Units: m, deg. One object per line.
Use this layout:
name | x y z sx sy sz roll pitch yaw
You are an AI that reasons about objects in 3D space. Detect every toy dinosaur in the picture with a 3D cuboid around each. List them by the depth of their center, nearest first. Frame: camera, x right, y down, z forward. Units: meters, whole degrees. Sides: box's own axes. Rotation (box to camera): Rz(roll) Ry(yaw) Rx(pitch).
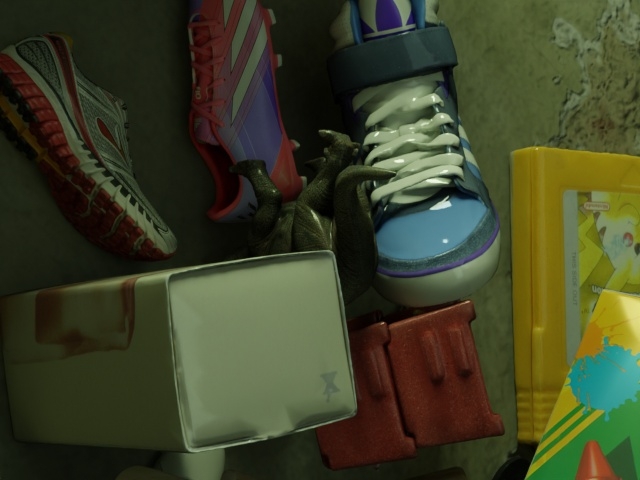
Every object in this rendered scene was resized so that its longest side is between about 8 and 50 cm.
toy dinosaur | 0.000 0.000 1.310 0.121 0.313 0.160 -1 82 -37

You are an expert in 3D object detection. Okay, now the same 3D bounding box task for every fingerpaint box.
fingerpaint box | 0.322 0.318 1.467 0.371 0.163 0.445 -64 147 -21

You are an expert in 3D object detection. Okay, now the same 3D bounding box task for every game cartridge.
game cartridge | 0.325 0.069 1.684 0.285 0.053 0.323 2 83 -35

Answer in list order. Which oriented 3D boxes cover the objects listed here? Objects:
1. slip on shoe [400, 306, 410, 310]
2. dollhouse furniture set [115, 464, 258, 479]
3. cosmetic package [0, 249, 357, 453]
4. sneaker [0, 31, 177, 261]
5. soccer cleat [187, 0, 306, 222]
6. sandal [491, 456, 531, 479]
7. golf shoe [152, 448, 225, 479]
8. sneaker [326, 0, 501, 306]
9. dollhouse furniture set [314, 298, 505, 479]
slip on shoe | 0.105 0.110 1.533 0.041 0.051 0.135 40 45 -70
dollhouse furniture set | -0.080 0.355 1.305 0.355 0.174 0.303 41 65 -64
cosmetic package | -0.121 0.086 1.218 0.153 0.296 0.129 -7 90 -36
sneaker | -0.186 -0.078 1.320 0.093 0.088 0.225 -44 109 -32
soccer cleat | -0.084 -0.137 1.406 0.095 0.083 0.248 -19 98 -30
sandal | 0.187 0.304 1.566 0.067 0.040 0.179 31 68 -28
golf shoe | -0.117 0.238 1.334 0.069 0.086 0.176 38 64 -25
sneaker | 0.066 -0.111 1.378 0.130 0.322 0.236 -14 117 7
dollhouse furniture set | 0.095 0.243 1.382 0.152 0.201 0.374 -13 92 1
